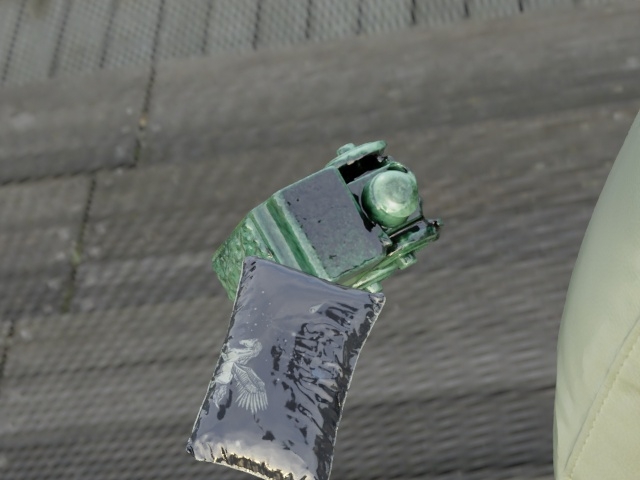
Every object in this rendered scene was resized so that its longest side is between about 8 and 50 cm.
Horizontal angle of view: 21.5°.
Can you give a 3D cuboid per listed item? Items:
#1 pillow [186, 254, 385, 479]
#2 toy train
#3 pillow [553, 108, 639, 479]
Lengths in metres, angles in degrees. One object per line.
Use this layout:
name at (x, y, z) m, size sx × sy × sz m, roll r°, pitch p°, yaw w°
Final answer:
pillow at (-0.034, 0.122, 1.547) m, size 0.141 × 0.055 × 0.208 m, roll 17°, pitch 66°, yaw 3°
toy train at (0.000, 0.000, 2.015) m, size 0.238 × 0.299 × 0.167 m, roll -26°, pitch 81°, yaw -26°
pillow at (0.191, -0.060, 0.621) m, size 0.120 × 0.255 × 0.322 m, roll 30°, pitch 49°, yaw 9°
